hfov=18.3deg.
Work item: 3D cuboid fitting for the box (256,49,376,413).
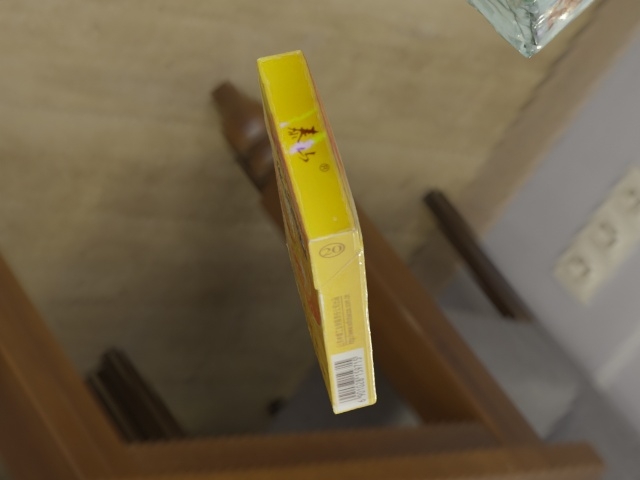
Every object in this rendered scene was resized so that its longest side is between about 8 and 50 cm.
[{"bbox_3d":[0.000,0.000,1.420,0.043,0.152,0.269,-15,151,-5],"label":"box"}]

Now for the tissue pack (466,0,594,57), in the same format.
[{"bbox_3d":[0.184,-0.318,1.463,0.311,0.228,0.128,-43,162,-12],"label":"tissue pack"}]
